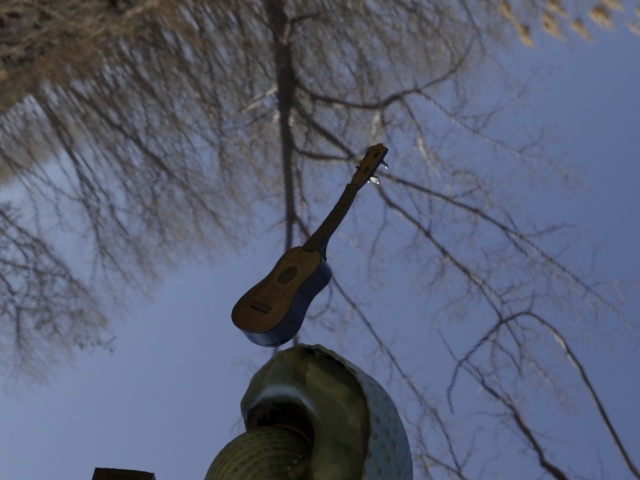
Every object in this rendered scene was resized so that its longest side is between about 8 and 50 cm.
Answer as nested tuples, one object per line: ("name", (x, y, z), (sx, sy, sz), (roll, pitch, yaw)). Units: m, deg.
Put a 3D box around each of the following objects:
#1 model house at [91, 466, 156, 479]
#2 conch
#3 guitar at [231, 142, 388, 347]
("model house", (-0.435, 0.613, 1.738), (0.205, 0.211, 0.243), (2, -139, 1))
("conch", (0.005, 0.292, 1.063), (0.319, 0.215, 0.302), (5, -107, 54))
("guitar", (0.002, 0.001, 0.966), (0.084, 0.038, 0.271), (16, -117, 47))
